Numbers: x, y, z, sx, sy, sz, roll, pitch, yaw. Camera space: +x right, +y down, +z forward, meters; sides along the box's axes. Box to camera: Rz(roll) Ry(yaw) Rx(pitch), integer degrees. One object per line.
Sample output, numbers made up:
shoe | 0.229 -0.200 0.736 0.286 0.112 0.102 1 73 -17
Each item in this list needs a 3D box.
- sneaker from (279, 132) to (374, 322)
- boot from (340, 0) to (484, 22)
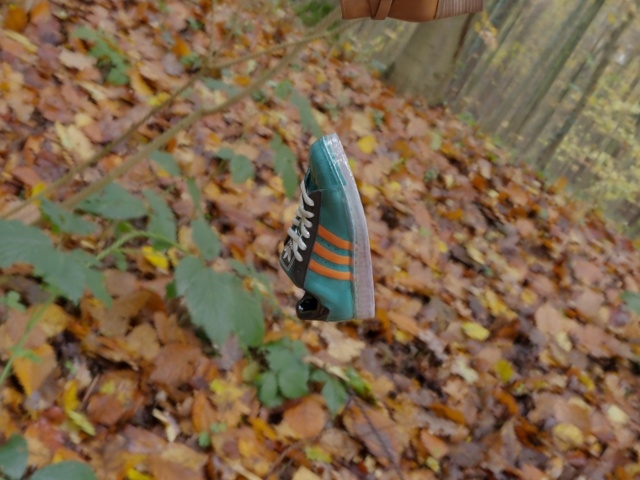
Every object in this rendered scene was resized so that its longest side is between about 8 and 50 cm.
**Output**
sneaker | 0.000 0.000 1.155 0.121 0.302 0.108 -11 37 -2
boot | 0.120 -0.438 1.217 0.220 0.283 0.109 -2 48 6
